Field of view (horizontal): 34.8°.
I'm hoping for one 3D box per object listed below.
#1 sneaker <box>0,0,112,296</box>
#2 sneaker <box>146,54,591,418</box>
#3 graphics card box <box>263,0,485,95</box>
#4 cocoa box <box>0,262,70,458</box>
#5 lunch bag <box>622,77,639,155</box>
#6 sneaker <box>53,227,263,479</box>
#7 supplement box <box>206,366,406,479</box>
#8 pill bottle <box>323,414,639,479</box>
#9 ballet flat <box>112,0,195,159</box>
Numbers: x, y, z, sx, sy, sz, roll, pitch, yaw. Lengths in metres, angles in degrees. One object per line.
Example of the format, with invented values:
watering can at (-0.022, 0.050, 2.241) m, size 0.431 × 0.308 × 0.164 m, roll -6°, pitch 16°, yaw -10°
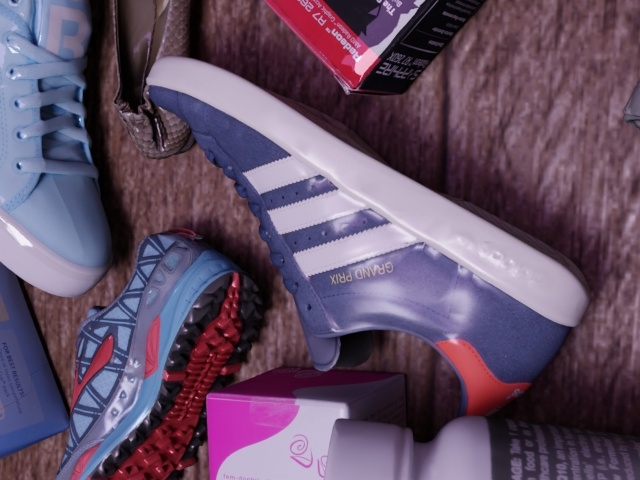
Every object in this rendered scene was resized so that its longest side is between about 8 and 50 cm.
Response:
sneaker at (-0.240, -0.139, 0.809) m, size 0.150 × 0.135 × 0.366 m, roll -32°, pitch 81°, yaw 28°
sneaker at (0.000, 0.000, 0.701) m, size 0.350 × 0.131 × 0.148 m, roll 33°, pitch 101°, yaw 20°
graphics card box at (0.081, -0.304, 0.661) m, size 0.233 × 0.094 × 0.371 m, roll 48°, pitch 113°, yaw 15°
cocoa box at (-0.412, 0.056, 0.854) m, size 0.228 × 0.231 × 0.347 m, roll -25°, pitch 84°, yaw 25°
lunch bag at (0.298, -0.161, 0.503) m, size 0.256 × 0.212 × 0.305 m, roll 26°, pitch 107°, yaw 47°
sneaker at (-0.145, 0.107, 0.819) m, size 0.125 × 0.104 × 0.262 m, roll 43°, pitch 107°, yaw 35°
supplement box at (-0.005, 0.209, 0.734) m, size 0.111 × 0.114 × 0.220 m, roll 1°, pitch 96°, yaw 27°
pill bottle at (0.139, 0.187, 0.586) m, size 0.283 × 0.161 × 0.161 m, roll 8°, pitch 98°, yaw 3°
ballet flat at (-0.136, -0.188, 0.792) m, size 0.084 × 0.058 × 0.250 m, roll 3°, pitch 96°, yaw 39°
